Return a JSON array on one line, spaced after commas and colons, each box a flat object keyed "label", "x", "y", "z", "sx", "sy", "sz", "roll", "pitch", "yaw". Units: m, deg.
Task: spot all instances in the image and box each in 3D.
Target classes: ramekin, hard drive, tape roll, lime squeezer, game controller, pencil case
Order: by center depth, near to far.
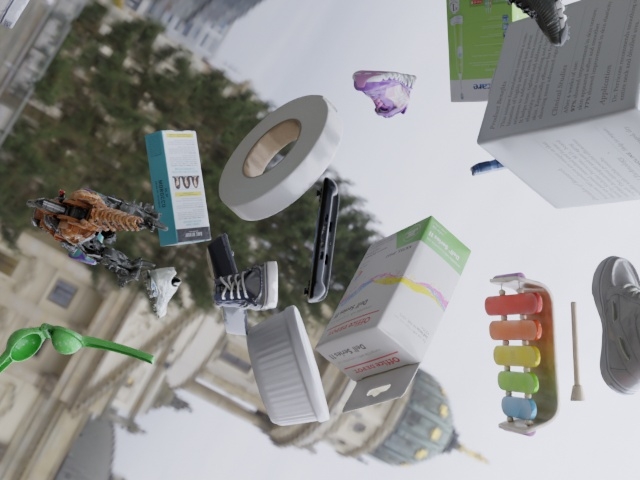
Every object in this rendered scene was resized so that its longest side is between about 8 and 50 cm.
[{"label": "lime squeezer", "x": -0.413, "y": 0.172, "z": 1.433, "sx": 0.110, "sy": 0.310, "sz": 0.059, "roll": -111, "pitch": -169, "yaw": -51}, {"label": "pencil case", "x": -0.479, "y": -0.028, "z": 1.957, "sx": 0.070, "sy": 0.064, "sz": 0.151, "roll": 23, "pitch": -81, "yaw": 67}, {"label": "hard drive", "x": -0.197, "y": 0.103, "z": 1.999, "sx": 0.254, "sy": 0.054, "sz": 0.172, "roll": 99, "pitch": -25, "yaw": -69}, {"label": "ramekin", "x": -0.077, "y": 0.292, "z": 2.128, "sx": 0.127, "sy": 0.273, "sz": 0.273, "roll": -17, "pitch": -156, "yaw": 0}, {"label": "game controller", "x": 0.000, "y": 0.000, "z": 2.414, "sx": 0.166, "sy": 0.067, "sz": 0.319, "roll": 57, "pitch": 39, "yaw": -79}, {"label": "tape roll", "x": -0.108, "y": -0.225, "z": 2.509, "sx": 0.392, "sy": 0.072, "sz": 0.392, "roll": -32, "pitch": -147, "yaw": 24}]

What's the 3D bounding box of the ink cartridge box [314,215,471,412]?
[{"label": "ink cartridge box", "x": 0.125, "y": 0.139, "z": 1.777, "sx": 0.207, "sy": 0.119, "sz": 0.353, "roll": -28, "pitch": -154, "yaw": 50}]

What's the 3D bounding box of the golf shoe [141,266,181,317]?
[{"label": "golf shoe", "x": -0.366, "y": 0.123, "z": 2.222, "sx": 0.176, "sy": 0.086, "sz": 0.069, "roll": 95, "pitch": -29, "yaw": -58}]

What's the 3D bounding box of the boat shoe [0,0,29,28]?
[{"label": "boat shoe", "x": -0.558, "y": -0.533, "z": 1.776, "sx": 0.267, "sy": 0.088, "sz": 0.096, "roll": -63, "pitch": -158, "yaw": -6}]

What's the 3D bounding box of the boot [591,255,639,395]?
[{"label": "boot", "x": 0.489, "y": 0.104, "z": 1.437, "sx": 0.123, "sy": 0.095, "sz": 0.258, "roll": 124, "pitch": -19, "yaw": -47}]

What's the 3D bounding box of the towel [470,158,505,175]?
[{"label": "towel", "x": 0.440, "y": -0.191, "z": 2.374, "sx": 0.067, "sy": 0.119, "sz": 0.029, "roll": 52, "pitch": 25, "yaw": -86}]

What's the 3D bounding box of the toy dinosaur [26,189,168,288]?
[{"label": "toy dinosaur", "x": -0.407, "y": -0.020, "z": 1.688, "sx": 0.164, "sy": 0.218, "sz": 0.322, "roll": -59, "pitch": -145, "yaw": 4}]

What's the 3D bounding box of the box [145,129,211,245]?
[{"label": "box", "x": -0.309, "y": -0.114, "z": 2.037, "sx": 0.060, "sy": 0.100, "sz": 0.244, "roll": -9, "pitch": -92, "yaw": 40}]

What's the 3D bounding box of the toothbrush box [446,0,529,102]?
[{"label": "toothbrush box", "x": 0.446, "y": -0.505, "z": 2.443, "sx": 0.206, "sy": 0.122, "sz": 0.283, "roll": 6, "pitch": -77, "yaw": 45}]

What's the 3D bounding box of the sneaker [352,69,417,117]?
[{"label": "sneaker", "x": 0.145, "y": -0.326, "z": 2.103, "sx": 0.236, "sy": 0.095, "sz": 0.104, "roll": -10, "pitch": 109, "yaw": -62}]

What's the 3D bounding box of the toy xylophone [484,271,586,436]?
[{"label": "toy xylophone", "x": 0.410, "y": 0.214, "z": 1.824, "sx": 0.236, "sy": 0.081, "sz": 0.322, "roll": 143, "pitch": -57, "yaw": -68}]

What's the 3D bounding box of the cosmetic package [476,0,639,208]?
[{"label": "cosmetic package", "x": 0.610, "y": -0.297, "z": 2.006, "sx": 0.394, "sy": 0.327, "sz": 0.329, "roll": -6, "pitch": -121, "yaw": 50}]

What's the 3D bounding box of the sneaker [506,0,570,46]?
[{"label": "sneaker", "x": 0.340, "y": -0.426, "z": 1.590, "sx": 0.106, "sy": 0.234, "sz": 0.078, "roll": -23, "pitch": -177, "yaw": 6}]

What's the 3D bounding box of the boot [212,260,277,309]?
[{"label": "boot", "x": -0.115, "y": 0.074, "z": 1.407, "sx": 0.190, "sy": 0.086, "sz": 0.069, "roll": 126, "pitch": -37, "yaw": -71}]
